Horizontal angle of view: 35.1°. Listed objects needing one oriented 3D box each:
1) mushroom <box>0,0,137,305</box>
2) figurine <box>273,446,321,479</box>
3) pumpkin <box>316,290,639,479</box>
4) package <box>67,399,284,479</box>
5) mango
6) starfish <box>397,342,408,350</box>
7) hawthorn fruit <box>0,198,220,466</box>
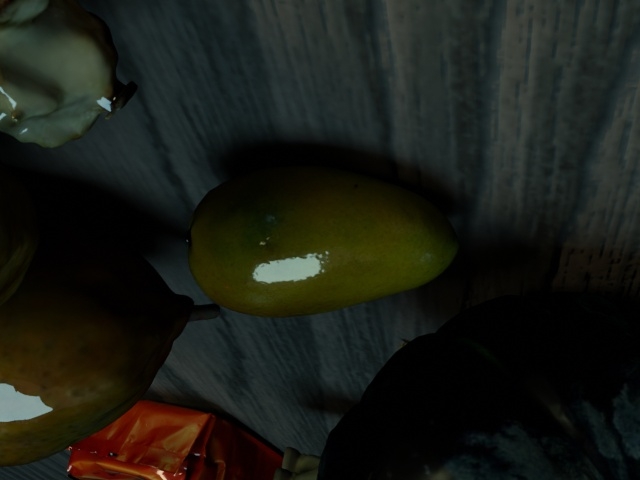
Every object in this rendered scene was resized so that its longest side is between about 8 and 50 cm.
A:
[{"bbox_3d":[-0.265,-0.065,0.520,0.345,0.259,0.345,35,176,3],"label":"mushroom"},{"bbox_3d":[0.135,0.297,1.057,0.381,0.203,0.248,12,160,7],"label":"figurine"},{"bbox_3d":[0.169,0.214,0.661,0.363,0.363,0.266,14,158,0],"label":"pumpkin"},{"bbox_3d":[-0.162,0.328,1.391,0.196,0.123,0.423,4,155,28],"label":"package"},{"bbox_3d":[-0.004,-0.001,0.617,0.163,0.089,0.111,-11,159,27],"label":"mango"},{"bbox_3d":[0.106,0.108,0.887,0.092,0.016,0.086,24,157,-28],"label":"starfish"},{"bbox_3d":[-0.201,0.059,0.756,0.248,0.208,0.208,-8,154,1],"label":"hawthorn fruit"}]
